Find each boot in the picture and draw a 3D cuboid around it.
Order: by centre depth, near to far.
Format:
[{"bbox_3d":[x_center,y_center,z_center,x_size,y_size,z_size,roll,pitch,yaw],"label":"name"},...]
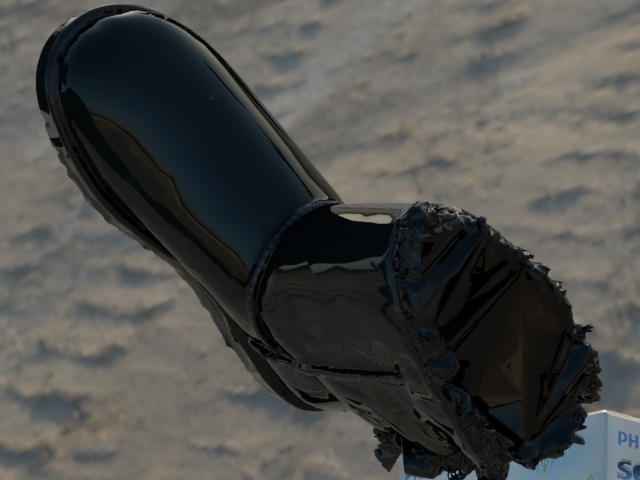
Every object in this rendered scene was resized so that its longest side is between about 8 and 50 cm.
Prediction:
[{"bbox_3d":[-0.001,0.000,0.388,0.045,0.121,0.099,-43,24,-19],"label":"boot"}]

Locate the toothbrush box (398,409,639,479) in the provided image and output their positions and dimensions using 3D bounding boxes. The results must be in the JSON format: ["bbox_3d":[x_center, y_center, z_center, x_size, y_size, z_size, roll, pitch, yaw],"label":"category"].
[{"bbox_3d":[0.143,0.262,1.117,0.206,0.122,0.283,-20,59,55],"label":"toothbrush box"}]
